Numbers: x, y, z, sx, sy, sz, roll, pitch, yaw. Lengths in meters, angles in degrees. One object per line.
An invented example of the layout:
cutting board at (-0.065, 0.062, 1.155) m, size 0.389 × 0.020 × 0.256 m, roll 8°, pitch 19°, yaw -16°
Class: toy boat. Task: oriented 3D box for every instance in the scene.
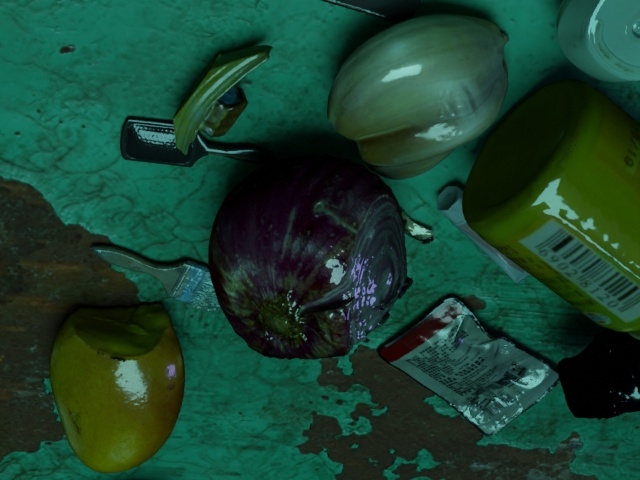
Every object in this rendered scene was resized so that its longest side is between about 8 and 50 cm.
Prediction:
toy boat at (-0.118, -0.170, 1.731) m, size 0.066 × 0.065 × 0.172 m, roll 35°, pitch 120°, yaw -11°

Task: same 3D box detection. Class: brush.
brush at (-0.210, 0.041, 1.920) m, size 0.196 × 0.021 × 0.070 m, roll 20°, pitch 123°, yaw -19°
brush at (-0.149, -0.114, 1.804) m, size 0.193 × 0.016 × 0.063 m, roll 5°, pitch 129°, yaw -9°

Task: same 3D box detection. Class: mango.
mango at (-0.275, 0.217, 1.983) m, size 0.187 × 0.138 × 0.257 m, roll 6°, pitch 123°, yaw 5°

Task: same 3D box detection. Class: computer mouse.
computer mouse at (0.389, -0.303, 1.653) m, size 0.159 × 0.097 × 0.288 m, roll 32°, pitch 108°, yaw -25°

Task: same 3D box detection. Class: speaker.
speaker at (0.019, -0.296, 1.660) m, size 0.191 × 0.040 × 0.046 m, roll 14°, pitch 124°, yaw -15°

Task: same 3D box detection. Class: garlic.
garlic at (0.125, -0.166, 1.712) m, size 0.228 × 0.110 × 0.217 m, roll -35°, pitch 139°, yaw 14°

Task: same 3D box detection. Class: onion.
onion at (-0.019, 0.009, 1.787) m, size 0.256 × 0.272 × 0.230 m, roll -17°, pitch 117°, yaw 15°

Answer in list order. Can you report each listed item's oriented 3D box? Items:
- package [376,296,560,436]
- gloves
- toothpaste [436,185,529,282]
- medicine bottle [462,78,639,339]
package at (0.212, 0.179, 2.062) m, size 0.239 × 0.030 × 0.154 m, roll 35°, pitch 119°, yaw -28°
gloves at (0.476, 0.153, 1.983) m, size 0.301 × 0.197 × 0.152 m, roll -5°, pitch 86°, yaw -24°
toothpaste at (0.226, -0.008, 1.911) m, size 0.067 × 0.043 × 0.194 m, roll -38°, pitch 128°, yaw 21°
medicine bottle at (0.379, -0.005, 1.779) m, size 0.384 × 0.224 × 0.224 m, roll 35°, pitch 119°, yaw -18°
